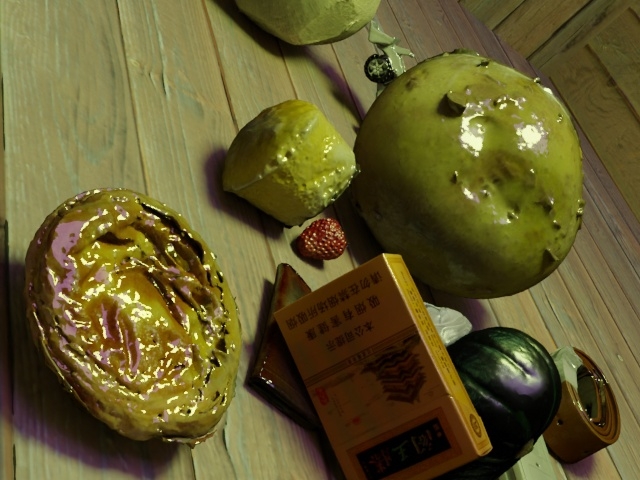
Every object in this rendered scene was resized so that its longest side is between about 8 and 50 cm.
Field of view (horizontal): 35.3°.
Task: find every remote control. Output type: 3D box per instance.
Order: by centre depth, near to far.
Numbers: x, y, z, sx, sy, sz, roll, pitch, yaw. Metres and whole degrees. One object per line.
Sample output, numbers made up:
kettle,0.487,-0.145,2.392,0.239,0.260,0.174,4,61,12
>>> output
remote control,0.322,0.356,1.614,0.103,0.055,0.277,33,30,-30

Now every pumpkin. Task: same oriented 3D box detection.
pumpkin,0.202,0.213,1.414,0.248,0.248,0.248,38,26,-22

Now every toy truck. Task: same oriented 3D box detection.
toy truck,0.151,-0.325,2.147,0.136,0.111,0.286,-39,128,-76

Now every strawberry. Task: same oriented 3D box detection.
strawberry,0.000,0.000,1.593,0.083,0.073,0.073,-9,60,-47

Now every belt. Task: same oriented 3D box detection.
belt,0.469,0.302,1.879,0.184,0.105,0.261,46,27,-10

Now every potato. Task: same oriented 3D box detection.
potato,0.251,-0.088,1.769,0.442,0.385,0.319,37,37,0

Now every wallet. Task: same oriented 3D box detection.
wallet,-0.027,0.145,1.369,0.137,0.031,0.255,44,27,-21

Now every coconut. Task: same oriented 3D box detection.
coconut,-0.030,-0.572,2.058,0.346,0.346,0.360,51,25,7

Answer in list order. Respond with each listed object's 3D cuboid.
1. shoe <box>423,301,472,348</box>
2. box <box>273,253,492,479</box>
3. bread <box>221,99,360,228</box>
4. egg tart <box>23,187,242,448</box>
shoe,0.145,0.133,1.601,0.245,0.095,0.138,-12,66,-55
box,0.077,0.175,1.270,0.076,0.174,0.274,3,60,-65
bread,-0.051,-0.119,1.550,0.170,0.197,0.197,42,24,-29
egg tart,-0.202,0.089,1.072,0.297,0.132,0.297,31,45,-36
